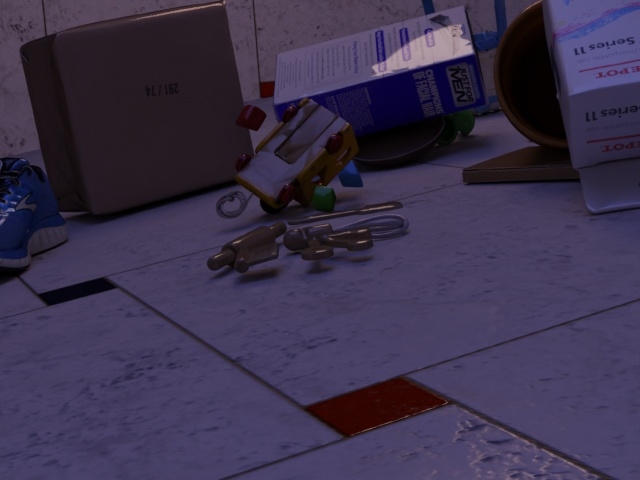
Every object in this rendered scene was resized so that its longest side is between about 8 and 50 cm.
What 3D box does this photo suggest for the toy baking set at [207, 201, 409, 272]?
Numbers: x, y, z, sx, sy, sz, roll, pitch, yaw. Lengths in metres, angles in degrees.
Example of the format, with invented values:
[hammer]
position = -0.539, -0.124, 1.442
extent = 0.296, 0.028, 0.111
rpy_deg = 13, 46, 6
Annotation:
[toy baking set]
position = -0.007, 0.001, 1.418
extent = 0.196, 0.030, 0.256
rpy_deg = -2, 15, 25

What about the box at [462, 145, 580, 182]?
[box]
position = 0.320, -0.108, 1.647
extent = 0.201, 0.021, 0.164
rpy_deg = 0, 15, 45

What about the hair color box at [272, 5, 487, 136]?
[hair color box]
position = 0.097, -0.271, 2.027
extent = 0.339, 0.110, 0.185
rpy_deg = -14, 34, 11

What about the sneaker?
[sneaker]
position = -0.458, -0.034, 1.688
extent = 0.129, 0.147, 0.330
rpy_deg = -9, 12, 8

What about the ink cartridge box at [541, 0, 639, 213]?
[ink cartridge box]
position = 0.377, -0.203, 1.405
extent = 0.207, 0.119, 0.353
rpy_deg = -8, 45, 8

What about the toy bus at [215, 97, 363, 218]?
[toy bus]
position = -0.038, -0.099, 1.716
extent = 0.202, 0.191, 0.104
rpy_deg = -8, -31, 9

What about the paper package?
[paper package]
position = -0.299, -0.220, 2.028
extent = 0.325, 0.309, 0.168
rpy_deg = -17, 11, -32

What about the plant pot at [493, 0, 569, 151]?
[plant pot]
position = 0.343, -0.215, 1.666
extent = 0.205, 0.205, 0.188
rpy_deg = -9, -6, 9

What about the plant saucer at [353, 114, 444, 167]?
[plant saucer]
position = 0.122, -0.163, 1.976
extent = 0.168, 0.029, 0.168
rpy_deg = -14, 29, 8

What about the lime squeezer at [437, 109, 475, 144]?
[lime squeezer]
position = 0.200, -0.195, 2.092
extent = 0.110, 0.059, 0.310
rpy_deg = -3, 15, 31

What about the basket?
[basket]
position = 0.292, -0.401, 2.410
extent = 0.201, 0.289, 0.255
rpy_deg = -21, 18, -23
